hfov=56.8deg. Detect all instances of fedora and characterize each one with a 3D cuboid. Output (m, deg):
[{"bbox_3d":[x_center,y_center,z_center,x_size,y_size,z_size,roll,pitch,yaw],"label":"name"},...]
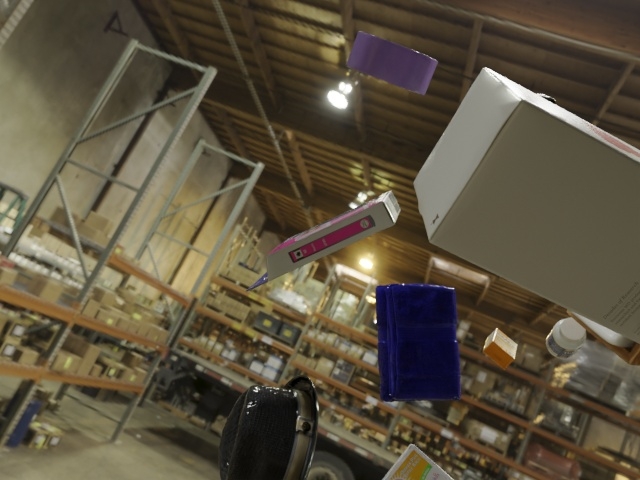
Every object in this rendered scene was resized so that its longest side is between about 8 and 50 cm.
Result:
[{"bbox_3d":[-0.131,0.442,1.298,0.153,0.334,0.334,23,-12,-17],"label":"fedora"}]

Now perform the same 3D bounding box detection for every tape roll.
[{"bbox_3d":[0.158,-0.392,1.312,0.189,0.080,0.189,20,17,-6],"label":"tape roll"}]

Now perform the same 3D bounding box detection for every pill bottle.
[{"bbox_3d":[0.527,0.207,1.264,0.067,0.067,0.120,21,-20,19],"label":"pill bottle"}]

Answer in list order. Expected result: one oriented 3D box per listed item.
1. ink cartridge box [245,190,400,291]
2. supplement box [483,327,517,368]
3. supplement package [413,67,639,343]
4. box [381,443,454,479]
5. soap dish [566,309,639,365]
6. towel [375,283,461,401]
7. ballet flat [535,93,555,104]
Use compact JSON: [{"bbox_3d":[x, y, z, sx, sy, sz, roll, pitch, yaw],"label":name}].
[{"bbox_3d":[0.000,0.000,1.346,0.069,0.371,0.176,61,16,-5],"label":"ink cartridge box"},{"bbox_3d":[0.409,0.244,1.342,0.062,0.036,0.098,40,21,10],"label":"supplement box"},{"bbox_3d":[0.282,-0.043,0.681,0.293,0.175,0.177,24,25,-10],"label":"supplement package"},{"bbox_3d":[0.207,0.478,1.061,0.203,0.114,0.103,39,-12,19],"label":"box"},{"bbox_3d":[0.566,0.054,0.999,0.118,0.290,0.229,28,11,-8],"label":"soap dish"},{"bbox_3d":[0.261,0.267,1.552,0.228,0.308,0.076,1,-11,-11],"label":"towel"},{"bbox_3d":[0.577,-0.369,1.602,0.049,0.173,0.057,9,-63,46],"label":"ballet flat"}]
